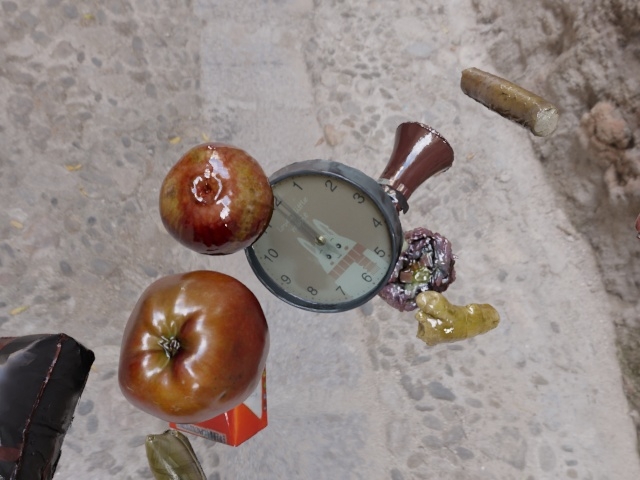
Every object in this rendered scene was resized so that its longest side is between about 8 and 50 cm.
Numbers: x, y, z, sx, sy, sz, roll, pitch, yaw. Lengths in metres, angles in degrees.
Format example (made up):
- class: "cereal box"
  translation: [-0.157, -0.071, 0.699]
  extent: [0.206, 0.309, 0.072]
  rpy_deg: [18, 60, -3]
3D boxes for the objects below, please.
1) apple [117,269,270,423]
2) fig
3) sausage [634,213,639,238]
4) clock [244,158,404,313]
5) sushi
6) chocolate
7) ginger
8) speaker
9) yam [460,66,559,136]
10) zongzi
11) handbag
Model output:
- class: "apple"
  translation: [-0.181, 0.149, 0.786]
  extent: [0.233, 0.234, 0.234]
  rpy_deg: [2, 73, -7]
- class: "fig"
  translation: [-0.175, -0.066, 0.931]
  extent: [0.205, 0.205, 0.205]
  rpy_deg: [2, 73, -7]
- class: "sausage"
  translation: [0.445, -0.098, 0.662]
  extent: [0.029, 0.029, 0.223]
  rpy_deg: [14, 116, -7]
- class: "clock"
  translation: [0.000, 0.000, 1.293]
  extent: [0.386, 0.386, 0.076]
  rpy_deg: [26, 28, 1]
- class: "sushi"
  translation: [0.276, 0.088, 1.671]
  extent: [0.270, 0.171, 0.237]
  rpy_deg: [-37, 99, -8]
- class: "chocolate"
  translation: [-0.325, 0.425, 1.697]
  extent: [0.161, 0.360, 0.342]
  rpy_deg: [2, 84, -46]
- class: "ginger"
  translation: [0.273, 0.172, 1.120]
  extent: [0.205, 0.081, 0.115]
  rpy_deg: [13, 87, -18]
- class: "speaker"
  translation: [0.179, -0.179, 1.551]
  extent: [0.259, 0.198, 0.329]
  rpy_deg: [34, 70, 28]
- class: "yam"
  translation: [0.271, -0.211, 0.814]
  extent: [0.056, 0.057, 0.241]
  rpy_deg: [-6, 32, -10]
- class: "zongzi"
  translation: [-0.328, 0.518, 1.225]
  extent: [0.099, 0.197, 0.195]
  rpy_deg: [-31, 71, -14]
- class: "handbag"
  translation: [-0.373, 0.189, 0.586]
  extent: [0.215, 0.155, 0.170]
  rpy_deg: [0, 65, 5]
